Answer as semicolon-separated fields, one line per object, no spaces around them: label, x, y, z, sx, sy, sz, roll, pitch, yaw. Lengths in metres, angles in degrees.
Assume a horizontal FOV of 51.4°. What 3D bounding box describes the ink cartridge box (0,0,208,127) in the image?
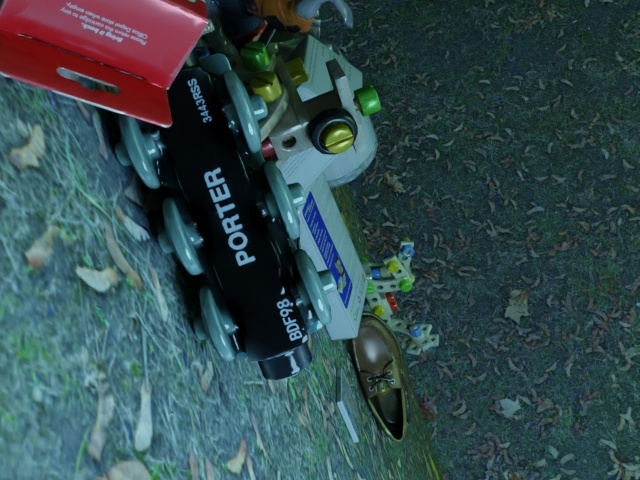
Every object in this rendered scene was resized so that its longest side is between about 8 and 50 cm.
ink cartridge box;-0.167;-0.207;0.510;0.134;0.078;0.231;14;47;-35

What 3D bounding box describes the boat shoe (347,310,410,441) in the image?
boat shoe;0.140;0.302;1.467;0.104;0.111;0.307;-92;161;-69

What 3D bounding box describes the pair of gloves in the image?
pair of gloves;-0.087;-0.366;1.221;0.240;0.204;0.042;16;68;-80

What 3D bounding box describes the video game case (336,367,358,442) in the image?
video game case;0.049;0.298;1.214;0.122;0.011;0.087;-84;153;-72

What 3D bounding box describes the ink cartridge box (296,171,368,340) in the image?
ink cartridge box;0.000;0.000;1.277;0.175;0.069;0.370;-72;147;-52

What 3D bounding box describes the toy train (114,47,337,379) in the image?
toy train;-0.088;-0.030;0.662;0.190;0.142;0.333;-120;-171;-79

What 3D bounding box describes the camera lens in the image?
camera lens;-0.009;-0.264;1.444;0.274;0.220;0.219;62;11;-45

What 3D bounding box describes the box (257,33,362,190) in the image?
box;-0.030;-0.199;1.073;0.119;0.182;0.181;31;36;-21

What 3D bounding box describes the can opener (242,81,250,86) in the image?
can opener;-0.125;-0.247;1.110;0.280;0.093;0.074;-106;173;-60

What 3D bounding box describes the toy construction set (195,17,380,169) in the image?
toy construction set;-0.065;-0.205;0.839;0.257;0.237;0.308;-92;160;-66

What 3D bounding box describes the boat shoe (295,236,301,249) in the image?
boat shoe;-0.041;0.039;1.124;0.049;0.040;0.142;53;19;-66

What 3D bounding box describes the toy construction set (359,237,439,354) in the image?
toy construction set;0.192;0.163;1.782;0.151;0.215;0.327;-91;160;-66

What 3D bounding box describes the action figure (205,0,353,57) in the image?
action figure;-0.076;-0.406;0.984;0.178;0.330;0.341;55;44;-51
